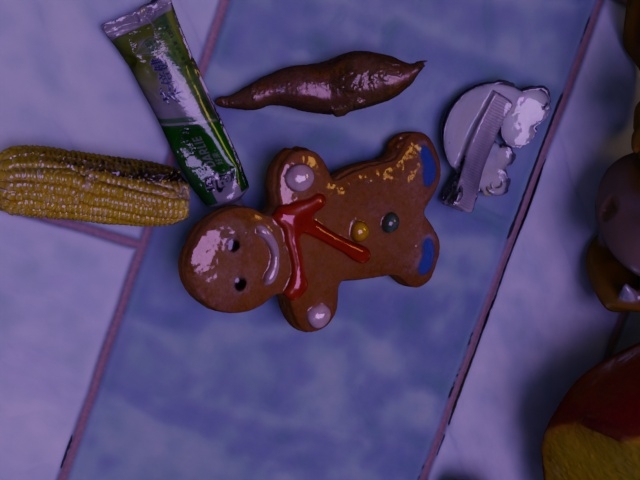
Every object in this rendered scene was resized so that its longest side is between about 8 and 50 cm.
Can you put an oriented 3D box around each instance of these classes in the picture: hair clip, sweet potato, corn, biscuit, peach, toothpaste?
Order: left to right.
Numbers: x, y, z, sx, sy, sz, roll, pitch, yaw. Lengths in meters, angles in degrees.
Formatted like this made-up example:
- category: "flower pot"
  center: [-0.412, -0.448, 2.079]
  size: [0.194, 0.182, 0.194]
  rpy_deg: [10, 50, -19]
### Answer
- category: "corn"
  center: [-0.227, -0.052, 1.034]
  size: [0.203, 0.072, 0.072]
  rpy_deg: [7, 99, -23]
- category: "toothpaste"
  center: [-0.135, -0.125, 1.065]
  size: [0.078, 0.047, 0.248]
  rpy_deg: [-27, 108, -7]
- category: "biscuit"
  center: [0.001, 0.000, 1.111]
  size: [0.324, 0.049, 0.205]
  rpy_deg: [-10, 106, -28]
- category: "sweet potato"
  center: [0.001, -0.162, 1.102]
  size: [0.226, 0.068, 0.068]
  rpy_deg: [-9, 106, 0]
- category: "hair clip"
  center: [0.189, -0.114, 1.185]
  size: [0.116, 0.049, 0.172]
  rpy_deg: [23, 90, -28]
- category: "peach"
  center: [0.443, 0.218, 1.211]
  size: [0.380, 0.306, 0.242]
  rpy_deg: [-22, 101, -1]

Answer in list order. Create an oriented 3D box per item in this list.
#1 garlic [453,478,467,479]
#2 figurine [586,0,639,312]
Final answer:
- category: "garlic"
  center: [0.200, 0.372, 1.274]
  size: [0.124, 0.099, 0.174]
  rpy_deg: [1, 104, -1]
- category: "figurine"
  center: [0.487, -0.070, 1.146]
  size: [0.268, 0.401, 0.387]
  rpy_deg: [-56, 158, -38]
